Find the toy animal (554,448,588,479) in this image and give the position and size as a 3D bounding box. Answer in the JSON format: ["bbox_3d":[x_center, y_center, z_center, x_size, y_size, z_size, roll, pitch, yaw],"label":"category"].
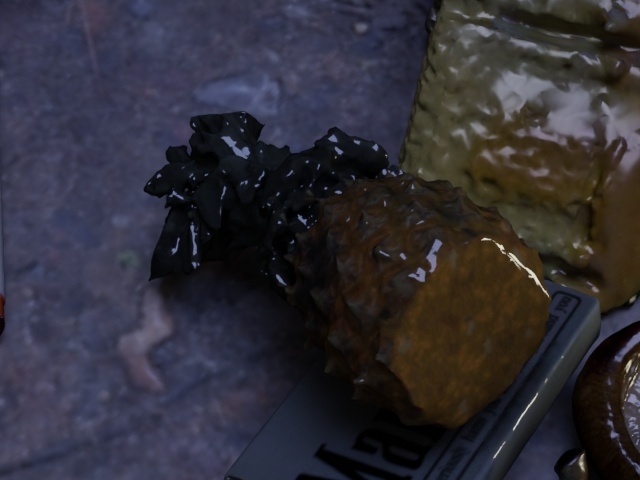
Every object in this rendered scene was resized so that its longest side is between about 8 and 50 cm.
[{"bbox_3d":[0.260,0.132,0.913,0.243,0.087,0.260,-45,99,-6],"label":"toy animal"}]

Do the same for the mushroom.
[{"bbox_3d":[0.184,0.095,0.959,0.123,0.052,0.123,4,64,-8],"label":"mushroom"}]

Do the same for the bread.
[{"bbox_3d":[0.135,-0.101,1.047,0.174,0.133,0.251,15,53,4],"label":"bread"}]

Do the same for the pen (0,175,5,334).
[{"bbox_3d":[-0.183,-0.052,1.019,0.028,0.028,0.239,-1,55,-11],"label":"pen"}]

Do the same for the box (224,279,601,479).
[{"bbox_3d":[0.048,0.081,0.938,0.115,0.036,0.177,17,49,30],"label":"box"}]

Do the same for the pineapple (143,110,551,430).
[{"bbox_3d":[0.000,0.000,0.937,0.119,0.111,0.237,6,17,-40],"label":"pineapple"}]
